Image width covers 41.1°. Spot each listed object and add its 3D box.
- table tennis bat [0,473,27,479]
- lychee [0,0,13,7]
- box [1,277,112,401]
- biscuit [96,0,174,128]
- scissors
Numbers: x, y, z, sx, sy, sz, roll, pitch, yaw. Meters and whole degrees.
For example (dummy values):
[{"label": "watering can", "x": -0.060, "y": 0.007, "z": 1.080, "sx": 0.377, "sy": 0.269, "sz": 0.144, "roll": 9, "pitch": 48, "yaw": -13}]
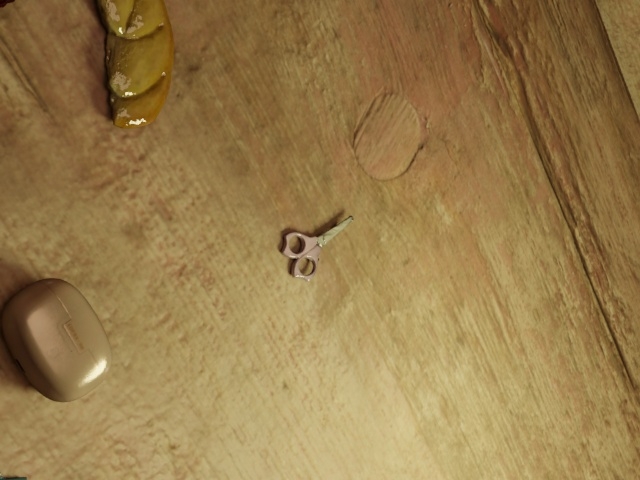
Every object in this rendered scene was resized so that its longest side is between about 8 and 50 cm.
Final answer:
[{"label": "table tennis bat", "x": -0.523, "y": 0.372, "z": 1.300, "sx": 0.155, "sy": 0.019, "sz": 0.100, "roll": 10, "pitch": 79, "yaw": -40}, {"label": "lychee", "x": -0.503, "y": -0.473, "z": 1.250, "sx": 0.260, "sy": 0.260, "sz": 0.261, "roll": 5, "pitch": 83, "yaw": -42}, {"label": "box", "x": -0.420, "y": 0.160, "z": 1.367, "sx": 0.146, "sy": 0.088, "sz": 0.200, "roll": -40, "pitch": 113, "yaw": -39}, {"label": "biscuit", "x": -0.328, "y": -0.352, "z": 1.531, "sx": 0.154, "sy": 0.045, "sz": 0.299, "roll": -12, "pitch": 94, "yaw": -44}, {"label": "scissors", "x": 0.000, "y": 0.000, "z": 1.814, "sx": 0.212, "sy": 0.021, "sz": 0.110, "roll": -37, "pitch": 107, "yaw": -38}]
